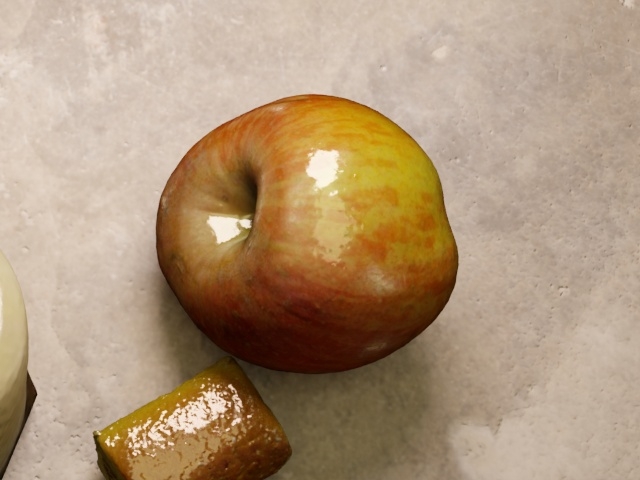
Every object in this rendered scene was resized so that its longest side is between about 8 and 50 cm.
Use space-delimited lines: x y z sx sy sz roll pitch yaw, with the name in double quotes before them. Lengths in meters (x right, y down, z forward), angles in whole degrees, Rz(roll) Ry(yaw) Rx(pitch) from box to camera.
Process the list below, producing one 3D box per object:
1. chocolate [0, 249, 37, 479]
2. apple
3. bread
"chocolate" -0.427 0.116 1.588 0.314 0.297 0.326 23 70 -2
"apple" 0.000 0.000 1.756 0.301 0.301 0.301 4 72 -14
"bread" -0.129 0.214 1.737 0.172 0.103 0.132 -30 79 -21
